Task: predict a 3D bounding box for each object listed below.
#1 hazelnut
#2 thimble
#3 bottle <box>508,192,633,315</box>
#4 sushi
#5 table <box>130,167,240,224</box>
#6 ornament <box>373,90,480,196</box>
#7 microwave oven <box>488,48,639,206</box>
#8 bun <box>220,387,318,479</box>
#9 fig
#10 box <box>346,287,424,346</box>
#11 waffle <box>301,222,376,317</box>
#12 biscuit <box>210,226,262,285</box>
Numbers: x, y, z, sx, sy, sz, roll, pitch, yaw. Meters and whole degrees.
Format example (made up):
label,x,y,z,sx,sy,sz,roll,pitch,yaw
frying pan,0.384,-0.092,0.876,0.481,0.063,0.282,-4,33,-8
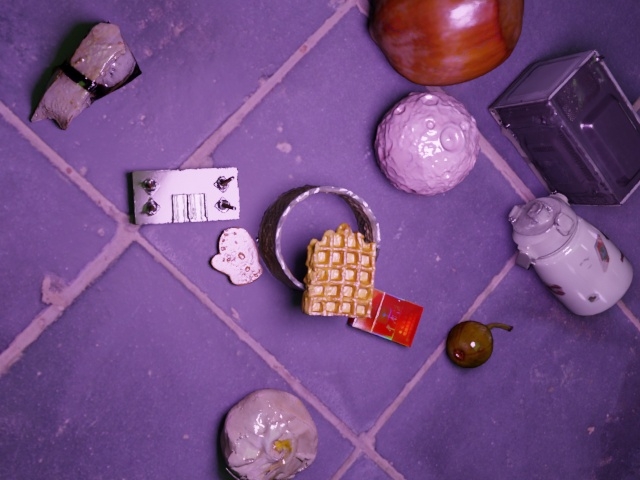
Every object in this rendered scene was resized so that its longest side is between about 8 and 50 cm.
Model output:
label,x,y,z,sx,sy,sz,roll,pitch,yaw
hazelnut,0.305,-0.555,1.768,0.365,0.366,0.366,-1,92,-20
thimble,0.000,0.000,1.748,0.270,0.150,0.271,-1,92,-19
bottle,0.629,0.021,1.938,0.351,0.229,0.229,39,79,-23
sushi,-0.513,-0.348,1.572,0.273,0.109,0.134,-42,105,-14
table,-0.296,-0.101,1.658,0.240,0.111,0.122,-5,94,-20
ornament,0.264,-0.236,1.798,0.259,0.225,0.260,-1,92,-19
microwave oven,0.651,-0.273,1.913,0.218,0.286,0.355,-45,109,-12
bun,-0.119,0.467,1.722,0.239,0.141,0.239,-2,95,-21
fig,0.431,0.251,1.945,0.236,0.124,0.124,-21,99,-37
box,0.165,0.190,1.867,0.175,0.048,0.112,21,85,-19
waffle,0.042,0.065,1.655,0.160,0.055,0.211,3,91,-21
biscuit,-0.203,0.040,1.742,0.118,0.023,0.140,-14,97,-18
